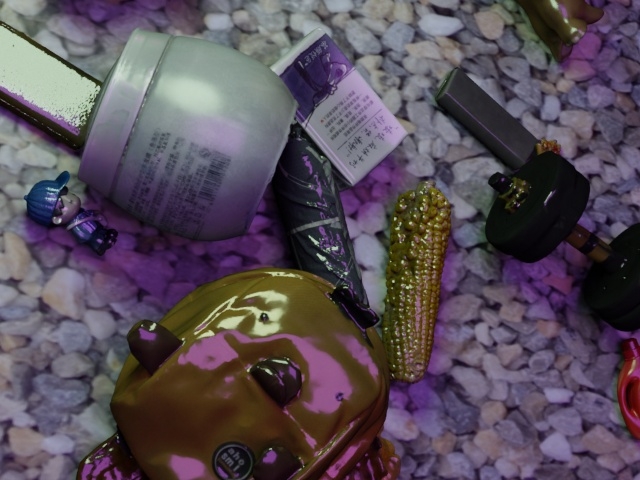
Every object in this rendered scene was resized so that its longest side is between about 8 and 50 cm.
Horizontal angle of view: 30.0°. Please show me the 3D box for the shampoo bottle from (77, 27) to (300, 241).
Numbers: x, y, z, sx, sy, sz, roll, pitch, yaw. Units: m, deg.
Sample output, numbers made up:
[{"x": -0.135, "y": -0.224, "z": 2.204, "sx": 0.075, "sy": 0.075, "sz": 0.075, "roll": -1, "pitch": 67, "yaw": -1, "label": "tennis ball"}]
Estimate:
[{"x": -0.187, "y": -0.147, "z": 1.670, "sx": 0.266, "sy": 0.273, "sz": 0.273, "roll": 23, "pitch": 75, "yaw": -7, "label": "shampoo bottle"}]

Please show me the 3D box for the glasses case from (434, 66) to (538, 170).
[{"x": 0.275, "y": -0.200, "z": 1.981, "sx": 0.191, "sy": 0.042, "sz": 0.072, "roll": 40, "pitch": 61, "yaw": -12, "label": "glasses case"}]

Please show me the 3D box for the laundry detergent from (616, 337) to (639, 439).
[{"x": 0.540, "y": 0.247, "z": 2.019, "sx": 0.097, "sy": 0.049, "sz": 0.165, "roll": -18, "pitch": 87, "yaw": -19, "label": "laundry detergent"}]

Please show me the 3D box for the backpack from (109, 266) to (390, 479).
[{"x": -0.091, "y": 0.203, "z": 1.623, "sx": 0.378, "sy": 0.201, "sz": 0.353, "roll": -45, "pitch": 94, "yaw": -4, "label": "backpack"}]

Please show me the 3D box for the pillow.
[{"x": 0.000, "y": 0.000, "z": 1.782, "sx": 0.093, "sy": 0.161, "sz": 0.335, "roll": -15, "pitch": 88, "yaw": -7, "label": "pillow"}]

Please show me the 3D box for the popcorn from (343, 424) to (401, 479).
[{"x": 0.040, "y": 0.330, "z": 1.768, "sx": 0.148, "sy": 0.152, "sz": 0.167, "roll": 30, "pitch": 62, "yaw": 5, "label": "popcorn"}]

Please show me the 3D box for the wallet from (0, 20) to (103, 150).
[{"x": -0.410, "y": -0.225, "z": 1.723, "sx": 0.198, "sy": 0.031, "sz": 0.110, "roll": 31, "pitch": 72, "yaw": -14, "label": "wallet"}]

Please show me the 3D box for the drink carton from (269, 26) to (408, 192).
[{"x": 0.009, "y": -0.196, "z": 1.846, "sx": 0.134, "sy": 0.102, "sz": 0.222, "roll": -44, "pitch": 99, "yaw": -23, "label": "drink carton"}]

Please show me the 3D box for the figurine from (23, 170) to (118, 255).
[{"x": -0.358, "y": -0.032, "z": 1.705, "sx": 0.079, "sy": 0.077, "sz": 0.136, "roll": -32, "pitch": 113, "yaw": 12, "label": "figurine"}]

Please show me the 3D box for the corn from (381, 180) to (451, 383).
[{"x": 0.147, "y": 0.064, "z": 1.867, "sx": 0.097, "sy": 0.097, "sz": 0.319, "roll": 10, "pitch": 80, "yaw": -20, "label": "corn"}]

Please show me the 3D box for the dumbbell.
[{"x": 0.431, "y": 0.002, "z": 1.936, "sx": 0.388, "sy": 0.185, "sz": 0.185, "roll": 33, "pitch": 72, "yaw": -15, "label": "dumbbell"}]

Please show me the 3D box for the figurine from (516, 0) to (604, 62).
[{"x": 0.400, "y": -0.455, "z": 1.994, "sx": 0.173, "sy": 0.177, "sz": 0.247, "roll": -38, "pitch": 85, "yaw": -3, "label": "figurine"}]

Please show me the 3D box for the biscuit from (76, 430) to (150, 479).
[{"x": -0.191, "y": 0.408, "z": 1.711, "sx": 0.359, "sy": 0.046, "sz": 0.359, "roll": 3, "pitch": 81, "yaw": -20, "label": "biscuit"}]

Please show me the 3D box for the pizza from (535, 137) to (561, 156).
[{"x": 0.392, "y": -0.147, "z": 2.015, "sx": 0.078, "sy": 0.025, "sz": 0.083, "roll": -58, "pitch": 132, "yaw": -33, "label": "pizza"}]
